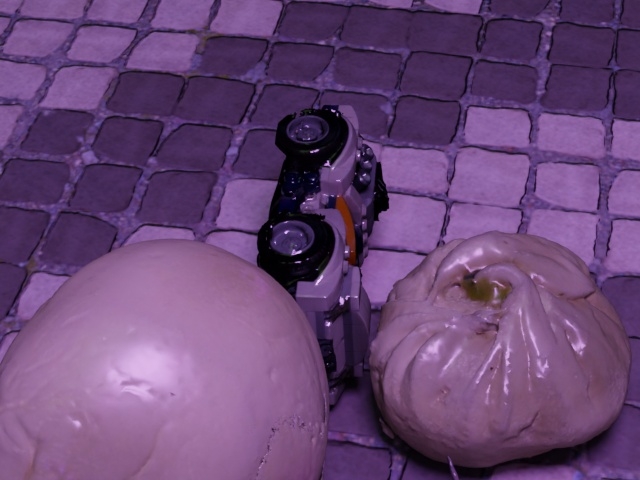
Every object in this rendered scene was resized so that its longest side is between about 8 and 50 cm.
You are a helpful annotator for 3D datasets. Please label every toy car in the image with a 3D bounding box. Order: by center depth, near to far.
[{"bbox_3d":[0.002,-0.001,1.378,0.118,0.193,0.301,3,44,8],"label":"toy car"}]

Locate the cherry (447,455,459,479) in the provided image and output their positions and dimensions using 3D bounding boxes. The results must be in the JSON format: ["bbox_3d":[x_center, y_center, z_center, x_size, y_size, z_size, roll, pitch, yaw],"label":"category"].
[{"bbox_3d":[0.063,0.308,1.077,0.266,0.183,0.213,-42,47,-14],"label":"cherry"}]

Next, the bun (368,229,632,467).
[{"bbox_3d":[0.164,0.088,1.306,0.259,0.160,0.259,0,45,0],"label":"bun"}]

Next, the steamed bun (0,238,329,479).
[{"bbox_3d":[-0.116,0.166,1.119,0.233,0.312,0.334,26,36,13],"label":"steamed bun"}]
